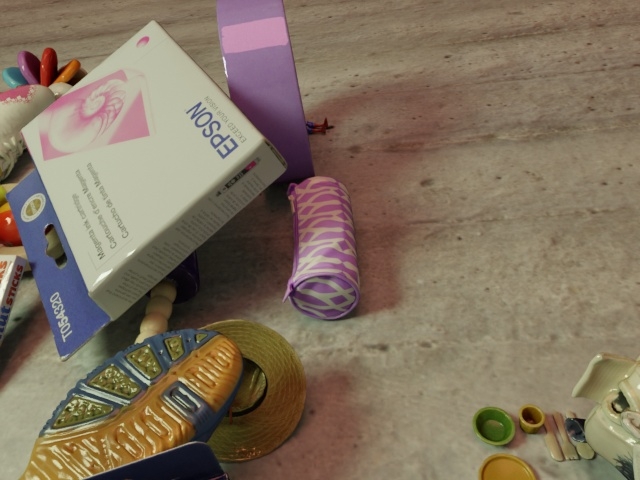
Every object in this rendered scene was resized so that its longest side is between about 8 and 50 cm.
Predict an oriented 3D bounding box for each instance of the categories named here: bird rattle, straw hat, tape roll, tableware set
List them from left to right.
[{"bbox_3d":[-0.467,-0.020,0.734,0.207,0.143,0.253,-5,42,-19],"label":"bird rattle"},{"bbox_3d":[-0.088,0.142,0.510,0.144,0.144,0.061,-16,0,-6],"label":"straw hat"},{"bbox_3d":[-0.075,-0.223,0.757,0.090,0.275,0.275,-11,41,1],"label":"tape roll"},{"bbox_3d":[0.186,0.204,0.416,0.104,0.024,0.154,-7,42,5],"label":"tableware set"}]

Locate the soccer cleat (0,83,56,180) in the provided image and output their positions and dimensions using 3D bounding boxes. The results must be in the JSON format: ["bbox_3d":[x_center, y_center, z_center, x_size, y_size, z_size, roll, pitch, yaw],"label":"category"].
[{"bbox_3d":[-0.608,-0.173,0.956,0.143,0.116,0.331,28,55,16],"label":"soccer cleat"}]

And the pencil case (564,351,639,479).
[{"bbox_3d":[0.319,0.224,0.260,0.183,0.160,0.410,-4,39,-18],"label":"pencil case"}]

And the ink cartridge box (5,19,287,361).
[{"bbox_3d":[-0.252,-0.084,0.616,0.330,0.071,0.324,-41,56,-1],"label":"ink cartridge box"}]

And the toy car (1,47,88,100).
[{"bbox_3d":[-0.604,-0.349,1.114,0.182,0.136,0.159,-13,42,-2],"label":"toy car"}]

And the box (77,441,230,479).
[{"bbox_3d":[-0.103,0.211,0.316,0.136,0.225,0.036,-17,41,-6],"label":"box"}]

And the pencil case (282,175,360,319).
[{"bbox_3d":[0.000,0.000,0.633,0.088,0.086,0.206,19,36,-19],"label":"pencil case"}]

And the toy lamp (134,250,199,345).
[{"bbox_3d":[-0.186,0.103,0.570,0.080,0.080,0.275,-7,44,4],"label":"toy lamp"}]

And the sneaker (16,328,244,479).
[{"bbox_3d":[-0.170,0.202,0.408,0.112,0.131,0.296,27,61,35],"label":"sneaker"}]

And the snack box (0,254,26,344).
[{"bbox_3d":[-0.407,0.103,0.603,0.064,0.022,0.178,0,68,11],"label":"snack box"}]

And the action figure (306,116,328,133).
[{"bbox_3d":[-0.046,-0.210,0.924,0.115,0.030,0.038,0,47,14],"label":"action figure"}]
